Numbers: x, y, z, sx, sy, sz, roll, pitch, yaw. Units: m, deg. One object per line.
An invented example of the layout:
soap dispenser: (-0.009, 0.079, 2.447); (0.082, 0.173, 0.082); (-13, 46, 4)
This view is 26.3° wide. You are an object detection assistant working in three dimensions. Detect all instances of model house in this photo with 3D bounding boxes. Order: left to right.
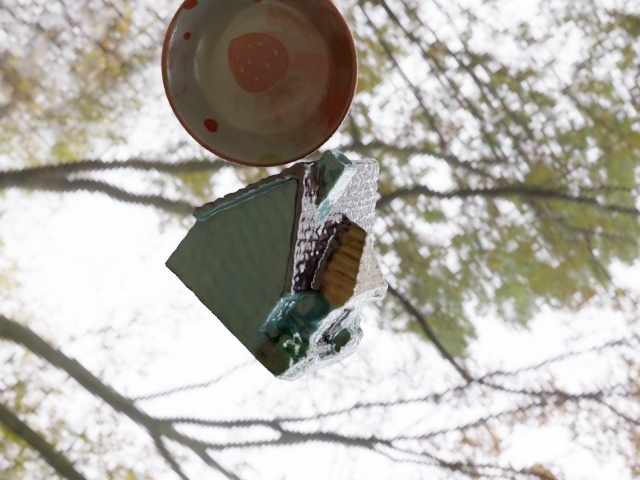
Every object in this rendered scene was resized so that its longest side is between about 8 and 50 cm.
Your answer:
model house: (0.000, 0.000, 1.729); (0.230, 0.280, 0.248); (45, -70, 12)

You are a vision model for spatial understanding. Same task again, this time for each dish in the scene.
dish: (-0.075, -0.231, 1.814); (0.260, 0.260, 0.085); (-30, -172, 14)
